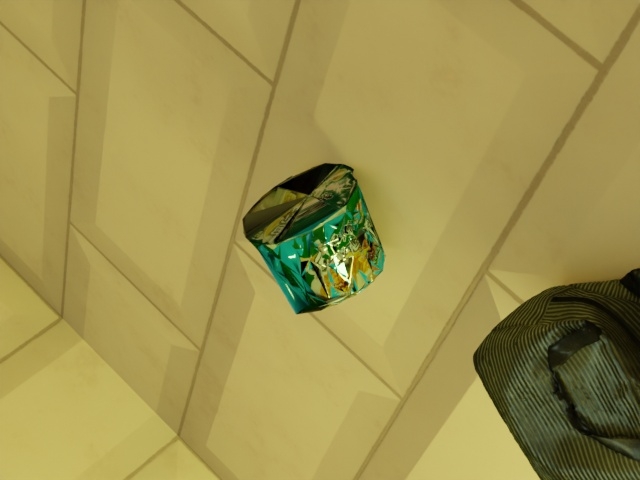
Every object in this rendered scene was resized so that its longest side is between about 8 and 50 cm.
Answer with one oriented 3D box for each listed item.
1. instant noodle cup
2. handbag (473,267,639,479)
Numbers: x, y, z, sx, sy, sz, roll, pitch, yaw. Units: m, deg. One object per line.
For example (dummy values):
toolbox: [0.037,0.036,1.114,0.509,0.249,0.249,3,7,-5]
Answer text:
instant noodle cup: [0.000,0.000,2.091,0.240,0.240,0.178,5,133,49]
handbag: [0.421,0.219,1.735,0.340,0.247,0.240,60,147,7]
